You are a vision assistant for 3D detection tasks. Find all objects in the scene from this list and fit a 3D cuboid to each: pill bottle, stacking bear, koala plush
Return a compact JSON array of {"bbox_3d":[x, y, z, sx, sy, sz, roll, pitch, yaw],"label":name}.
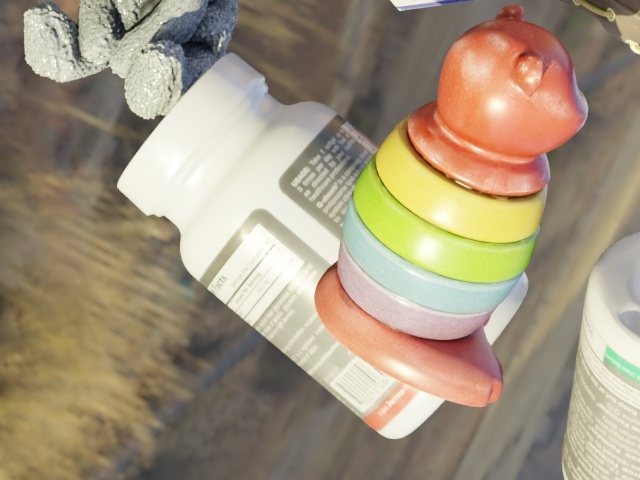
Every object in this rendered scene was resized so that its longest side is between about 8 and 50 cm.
[{"bbox_3d":[0.000,0.000,1.807,0.210,0.363,0.210,-49,179,-1],"label":"pill bottle"},{"bbox_3d":[0.116,-0.042,1.504,0.175,0.164,0.289,-91,-159,-58],"label":"stacking bear"},{"bbox_3d":[-0.180,-0.275,1.865,0.203,0.196,0.221,-45,143,-36],"label":"koala plush"},{"bbox_3d":[0.349,0.178,1.900,0.204,0.204,0.361,-53,155,-42],"label":"pill bottle"}]

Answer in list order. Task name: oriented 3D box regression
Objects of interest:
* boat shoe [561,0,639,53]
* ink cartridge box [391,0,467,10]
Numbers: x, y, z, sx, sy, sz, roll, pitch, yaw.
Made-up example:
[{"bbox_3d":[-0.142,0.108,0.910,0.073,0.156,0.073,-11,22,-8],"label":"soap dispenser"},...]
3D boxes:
[{"bbox_3d":[0.284,-0.221,1.647,0.116,0.324,0.097,-21,127,-25],"label":"boat shoe"},{"bbox_3d":[0.066,-0.392,2.169,0.332,0.165,0.065,44,58,-38],"label":"ink cartridge box"}]
